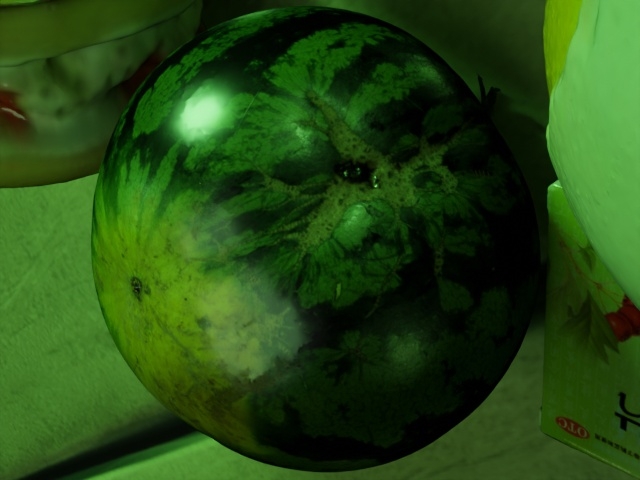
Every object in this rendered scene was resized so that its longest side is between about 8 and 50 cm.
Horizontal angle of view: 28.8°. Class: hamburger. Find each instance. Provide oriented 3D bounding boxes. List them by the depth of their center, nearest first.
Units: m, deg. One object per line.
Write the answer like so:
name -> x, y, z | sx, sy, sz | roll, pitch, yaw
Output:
hamburger -> -0.206, -0.159, 0.841 | 0.302, 0.261, 0.186 | 52, 152, 39

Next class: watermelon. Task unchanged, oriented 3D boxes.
watermelon -> -0.004, 0.003, 0.724 | 0.269, 0.269, 0.269 | 28, 134, 33

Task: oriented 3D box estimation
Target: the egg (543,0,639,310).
egg -> 0.213, -0.056, 0.376 | 0.283, 0.345, 0.283 | 0, 114, 0

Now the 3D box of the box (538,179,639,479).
box -> 0.240, 0.071, 0.653 | 0.260, 0.062, 0.175 | 23, 131, 36
